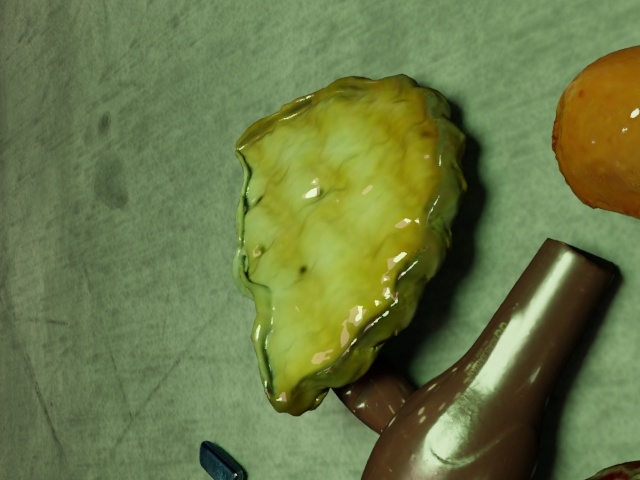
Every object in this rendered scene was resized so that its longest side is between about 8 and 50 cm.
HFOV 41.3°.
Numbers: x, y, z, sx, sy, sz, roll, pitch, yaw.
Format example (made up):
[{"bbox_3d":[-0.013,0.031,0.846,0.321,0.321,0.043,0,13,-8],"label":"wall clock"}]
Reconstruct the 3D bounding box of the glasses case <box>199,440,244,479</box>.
[{"bbox_3d":[-0.116,0.270,1.010,0.083,0.023,0.034,26,112,49],"label":"glasses case"}]

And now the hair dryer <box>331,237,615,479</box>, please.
[{"bbox_3d":[0.077,0.104,0.768,0.340,0.123,0.313,37,103,56],"label":"hair dryer"}]

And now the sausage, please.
[{"bbox_3d":[0.260,-0.052,0.528,0.258,0.133,0.133,34,112,47],"label":"sausage"}]

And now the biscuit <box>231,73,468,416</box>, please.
[{"bbox_3d":[0.000,0.000,0.817,0.329,0.078,0.335,1,70,50],"label":"biscuit"}]

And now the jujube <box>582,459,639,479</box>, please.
[{"bbox_3d":[0.216,0.263,0.508,0.183,0.183,0.243,-33,74,43],"label":"jujube"}]
